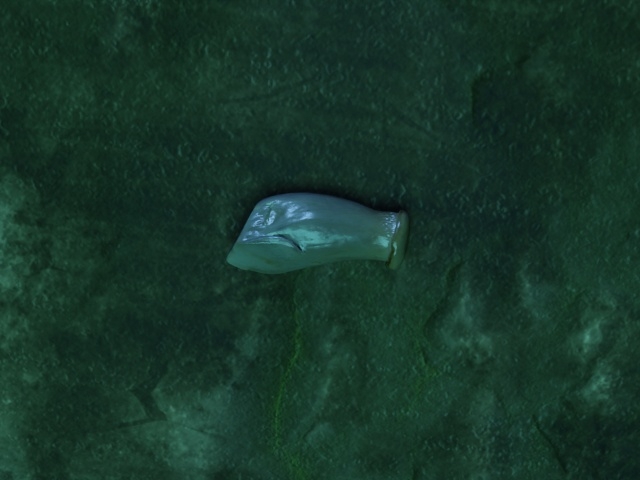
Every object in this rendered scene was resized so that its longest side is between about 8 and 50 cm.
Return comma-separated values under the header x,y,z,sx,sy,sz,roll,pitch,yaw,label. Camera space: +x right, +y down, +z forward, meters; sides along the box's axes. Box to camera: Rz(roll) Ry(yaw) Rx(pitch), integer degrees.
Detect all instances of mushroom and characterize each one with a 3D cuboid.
x,y,z,sx,sy,sz,roll,pitch,yaw,label
-0.004,-0.010,1.510,0.246,0.096,0.108,-2,95,0,mushroom
